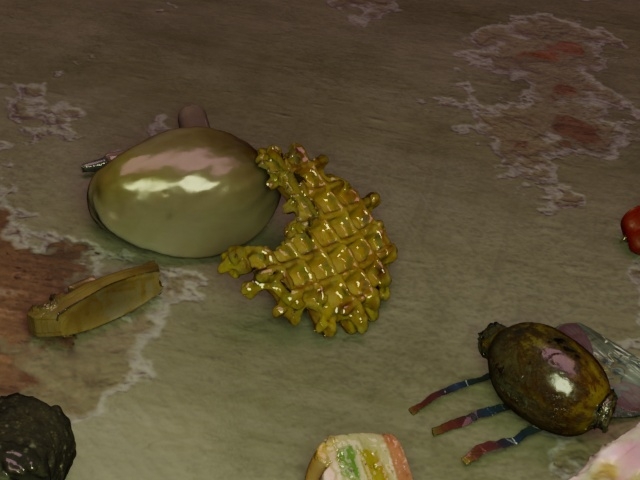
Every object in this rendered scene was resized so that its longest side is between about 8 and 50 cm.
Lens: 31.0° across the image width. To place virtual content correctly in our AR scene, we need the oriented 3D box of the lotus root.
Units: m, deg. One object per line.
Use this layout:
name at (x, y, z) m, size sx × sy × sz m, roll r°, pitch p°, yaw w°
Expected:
lotus root at (0.278, 0.169, 1.445) m, size 0.120 × 0.120 × 0.209 m, roll -26°, pitch 46°, yaw -38°

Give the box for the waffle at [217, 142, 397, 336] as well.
waffle at (0.000, 0.000, 1.614) m, size 0.260 × 0.069 × 0.293 m, roll 28°, pitch 48°, yaw -18°

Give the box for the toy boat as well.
toy boat at (-0.300, 0.078, 1.558) m, size 0.206 × 0.064 × 0.072 m, roll -24°, pitch 28°, yaw -39°

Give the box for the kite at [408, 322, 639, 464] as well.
kite at (0.298, 0.203, 1.524) m, size 0.360 × 0.022 × 0.204 m, roll -17°, pitch 41°, yaw -32°

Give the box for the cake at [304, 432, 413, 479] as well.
cake at (0.061, 0.307, 1.275) m, size 0.109 × 0.090 × 0.225 m, roll -2°, pitch 37°, yaw -20°

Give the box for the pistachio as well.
pistachio at (-0.200, -0.068, 1.708) m, size 0.288 × 0.197 × 0.166 m, roll -11°, pitch -4°, yaw -9°

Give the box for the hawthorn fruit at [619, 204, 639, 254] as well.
hawthorn fruit at (0.518, -0.015, 1.828) m, size 0.093 × 0.093 × 0.093 m, roll 5°, pitch 35°, yaw -4°

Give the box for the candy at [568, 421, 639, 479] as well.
candy at (0.357, 0.296, 1.285) m, size 0.265 × 0.155 × 0.116 m, roll -23°, pitch 49°, yaw -36°

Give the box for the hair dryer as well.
hair dryer at (-0.283, -0.147, 1.895) m, size 0.220 × 0.053 × 0.195 m, roll -7°, pitch 36°, yaw -9°

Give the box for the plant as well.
plant at (-0.346, 0.258, 1.231) m, size 0.129 × 0.132 × 0.194 m, roll 10°, pitch 31°, yaw 7°
